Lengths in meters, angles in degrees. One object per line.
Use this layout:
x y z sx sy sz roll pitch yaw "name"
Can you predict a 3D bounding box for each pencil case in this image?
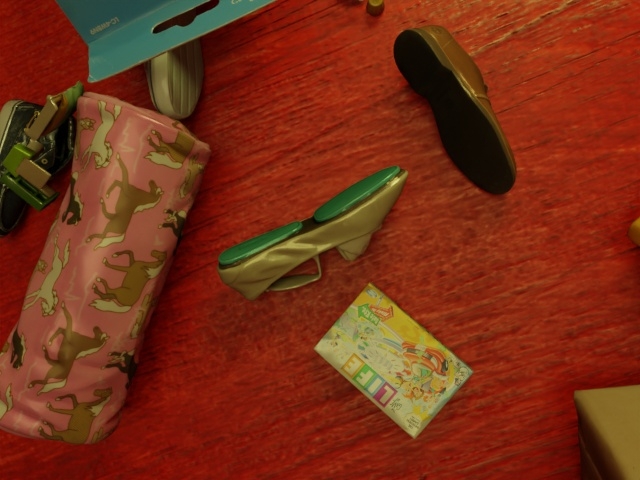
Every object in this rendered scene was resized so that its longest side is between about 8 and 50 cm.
-0.256 0.035 0.627 0.160 0.167 0.386 18 89 -9 "pencil case"

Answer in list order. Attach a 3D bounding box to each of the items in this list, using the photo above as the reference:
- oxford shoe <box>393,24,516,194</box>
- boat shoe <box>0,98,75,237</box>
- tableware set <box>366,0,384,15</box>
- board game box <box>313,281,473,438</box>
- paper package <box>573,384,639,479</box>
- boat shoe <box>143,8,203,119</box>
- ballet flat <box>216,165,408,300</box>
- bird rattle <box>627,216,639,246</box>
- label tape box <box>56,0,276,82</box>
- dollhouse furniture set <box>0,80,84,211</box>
0.170 -0.153 0.615 0.076 0.076 0.212 -31 93 -32 "oxford shoe"
-0.376 -0.087 0.698 0.083 0.065 0.183 12 90 7 "boat shoe"
0.080 -0.352 0.659 0.104 0.024 0.154 19 90 6 "tableware set"
0.084 0.137 0.634 0.154 0.026 0.103 40 94 8 "board game box"
0.411 0.255 0.428 0.325 0.309 0.168 -9 113 10 "paper package"
-0.198 -0.252 0.678 0.076 0.083 0.226 -6 75 19 "boat shoe"
0.000 0.000 0.635 0.248 0.086 0.086 -26 84 9 "ballet flat"
0.436 -0.004 0.531 0.253 0.143 0.207 -41 61 -5 "bird rattle"
-0.197 -0.375 0.605 0.249 0.115 0.347 -22 62 7 "label tape box"
-0.308 -0.105 0.631 0.058 0.076 0.152 40 113 -15 "dollhouse furniture set"
